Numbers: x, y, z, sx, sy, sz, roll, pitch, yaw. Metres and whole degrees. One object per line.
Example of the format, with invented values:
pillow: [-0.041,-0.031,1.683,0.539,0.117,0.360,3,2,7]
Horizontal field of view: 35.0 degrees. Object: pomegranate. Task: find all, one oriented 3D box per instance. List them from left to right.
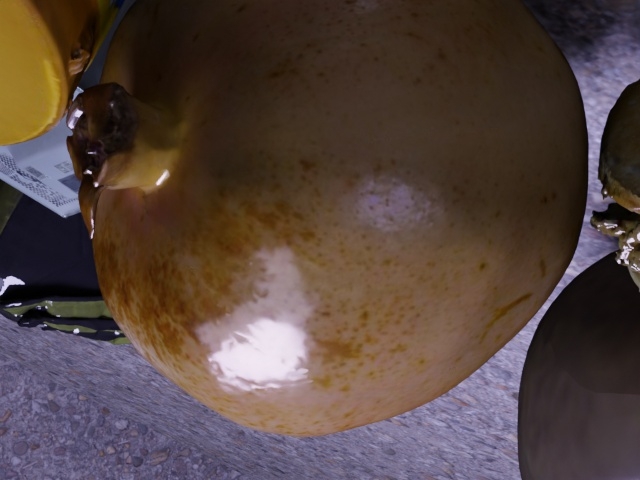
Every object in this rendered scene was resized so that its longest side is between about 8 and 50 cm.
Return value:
pomegranate: [-0.003,-0.037,0.602,0.319,0.319,0.319,19,159,8]

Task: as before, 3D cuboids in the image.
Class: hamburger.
hamburger: [0.256,-0.030,0.600,0.184,0.159,0.131,-4,133,32]

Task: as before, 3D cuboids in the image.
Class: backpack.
backpack: [-0.253,0.011,1.122,0.253,0.207,0.140,26,-179,-37]

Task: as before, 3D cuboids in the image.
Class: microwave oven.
microwave oven: [-0.169,-0.115,0.797,0.122,0.162,0.208,35,151,-31]

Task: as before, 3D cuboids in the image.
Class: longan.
longan: [0.320,0.138,0.747,0.360,0.361,0.361,19,159,8]

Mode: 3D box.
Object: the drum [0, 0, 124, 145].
drum: [-0.274,-0.242,0.519,0.431,0.214,0.431,19,160,7]
